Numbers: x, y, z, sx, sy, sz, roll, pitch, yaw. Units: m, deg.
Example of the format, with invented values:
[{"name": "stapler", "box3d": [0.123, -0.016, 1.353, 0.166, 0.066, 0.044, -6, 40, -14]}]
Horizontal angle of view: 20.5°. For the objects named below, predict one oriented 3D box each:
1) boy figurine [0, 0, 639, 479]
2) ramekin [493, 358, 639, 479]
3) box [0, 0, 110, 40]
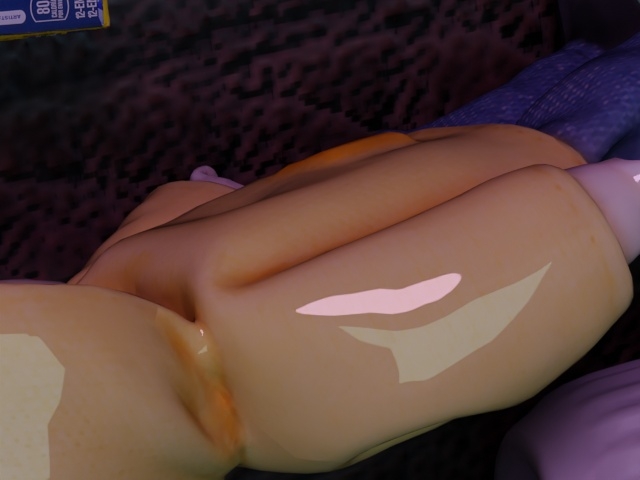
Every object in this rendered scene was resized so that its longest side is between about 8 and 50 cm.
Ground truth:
[{"name": "boy figurine", "box3d": [0.000, 0.000, 0.428, 0.285, 0.177, 0.092, -26, 107, -30]}, {"name": "ramekin", "box3d": [0.126, 0.149, 0.480, 0.127, 0.273, 0.273, -7, 110, -2]}, {"name": "box", "box3d": [-0.086, -0.135, 0.422, 0.054, 0.059, 0.169, -7, 109, -13]}]
